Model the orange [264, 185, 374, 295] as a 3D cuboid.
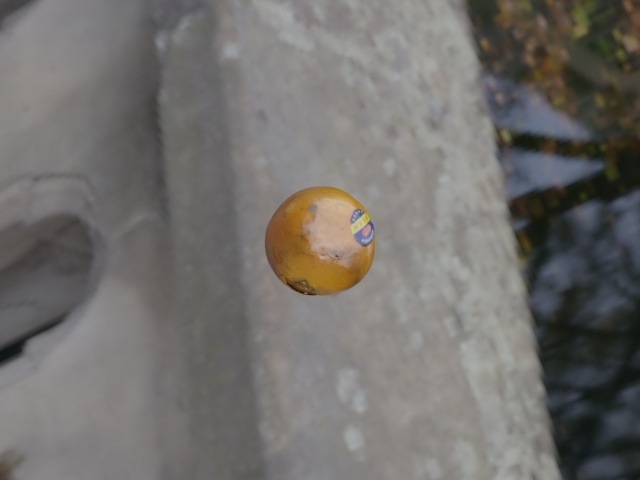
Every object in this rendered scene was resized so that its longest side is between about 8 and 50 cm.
[{"bbox_3d":[-0.001,0.000,1.291,0.083,0.083,0.084,36,41,-39],"label":"orange"}]
